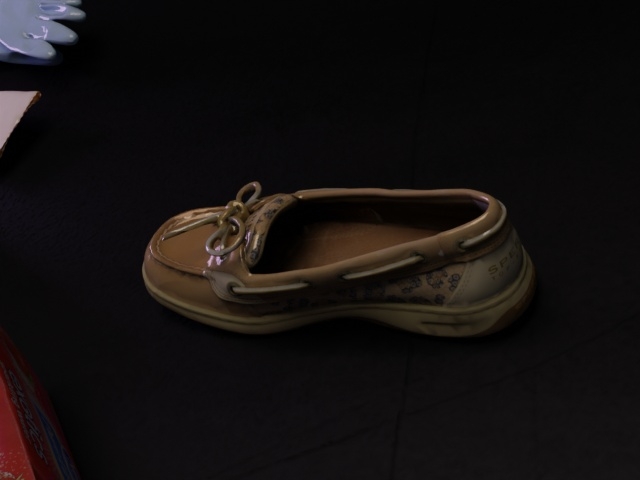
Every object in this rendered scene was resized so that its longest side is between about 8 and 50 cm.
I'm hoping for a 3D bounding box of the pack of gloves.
[{"bbox_3d":[-0.320,-0.145,1.274,0.232,0.046,0.195,8,62,35],"label":"pack of gloves"}]

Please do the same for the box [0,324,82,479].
[{"bbox_3d":[-0.213,0.156,0.831,0.123,0.128,0.257,-29,41,-6],"label":"box"}]

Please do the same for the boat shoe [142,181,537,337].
[{"bbox_3d":[0.000,0.000,0.923,0.285,0.089,0.104,0,47,25],"label":"boat shoe"}]
